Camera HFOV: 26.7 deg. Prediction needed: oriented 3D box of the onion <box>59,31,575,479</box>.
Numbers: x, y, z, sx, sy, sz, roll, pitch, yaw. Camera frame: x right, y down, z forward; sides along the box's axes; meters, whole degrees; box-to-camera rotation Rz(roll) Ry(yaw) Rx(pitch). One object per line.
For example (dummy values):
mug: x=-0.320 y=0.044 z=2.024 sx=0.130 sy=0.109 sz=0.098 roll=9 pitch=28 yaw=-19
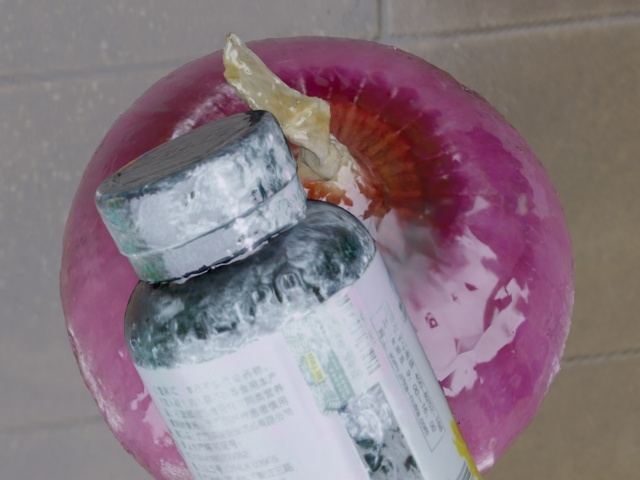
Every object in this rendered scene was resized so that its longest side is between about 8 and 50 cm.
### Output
onion: x=0.007 y=0.023 z=0.921 sx=0.358 sy=0.345 sz=0.358 roll=2 pitch=85 yaw=-21

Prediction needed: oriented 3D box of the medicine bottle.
medicine bottle: x=-0.011 y=0.081 z=0.713 sx=0.141 sy=0.141 sz=0.293 roll=-24 pitch=107 yaw=6
